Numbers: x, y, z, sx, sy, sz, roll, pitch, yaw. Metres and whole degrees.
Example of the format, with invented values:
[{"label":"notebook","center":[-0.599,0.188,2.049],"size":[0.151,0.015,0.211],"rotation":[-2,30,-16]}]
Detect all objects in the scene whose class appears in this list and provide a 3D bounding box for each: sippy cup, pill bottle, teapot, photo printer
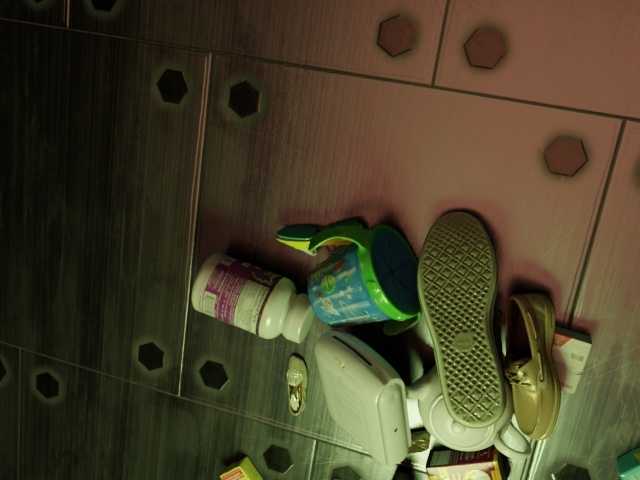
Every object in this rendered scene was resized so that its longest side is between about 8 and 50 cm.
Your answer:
[{"label":"sippy cup","center":[0.098,0.106,1.618],"size":[0.224,0.240,0.305],"rotation":[-24,86,32]},{"label":"pill bottle","center":[-0.168,0.156,1.733],"size":[0.302,0.169,0.169],"rotation":[20,109,12]},{"label":"teapot","center":[0.353,0.419,1.623],"size":[0.256,0.187,0.252],"rotation":[-17,98,20]},{"label":"photo printer","center":[0.102,0.372,1.628],"size":[0.256,0.107,0.307],"rotation":[33,145,44]}]

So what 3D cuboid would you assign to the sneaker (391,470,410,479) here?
[{"label":"sneaker","center":[0.254,0.774,1.793],"size":[0.146,0.122,0.330],"rotation":[-2,102,0]}]

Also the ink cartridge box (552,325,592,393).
[{"label":"ink cartridge box","center":[0.577,0.282,1.586],"size":[0.099,0.056,0.135],"rotation":[17,108,14]}]

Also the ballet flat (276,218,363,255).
[{"label":"ballet flat","center":[0.000,0.000,1.696],"size":[0.231,0.077,0.077],"rotation":[-7,118,17]}]

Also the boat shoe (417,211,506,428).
[{"label":"boat shoe","center":[0.330,0.179,1.540],"size":[0.187,0.156,0.500],"rotation":[-8,72,10]}]

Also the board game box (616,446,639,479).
[{"label":"board game box","center":[0.912,0.542,1.532],"size":[0.336,0.079,0.253],"rotation":[-39,89,22]}]

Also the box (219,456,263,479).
[{"label":"box","center":[-0.191,0.755,1.947],"size":[0.087,0.058,0.232],"rotation":[-32,92,23]}]

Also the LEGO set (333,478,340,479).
[{"label":"LEGO set","center":[0.064,0.797,1.858],"size":[0.087,0.093,0.227],"rotation":[3,104,17]}]

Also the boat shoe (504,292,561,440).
[{"label":"boat shoe","center":[0.474,0.293,1.546],"size":[0.122,0.110,0.341],"rotation":[-10,79,60]}]

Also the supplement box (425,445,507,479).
[{"label":"supplement box","center":[0.377,0.602,1.716],"size":[0.188,0.081,0.104],"rotation":[-13,99,20]}]

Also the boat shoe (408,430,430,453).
[{"label":"boat shoe","center":[0.222,0.541,1.776],"size":[0.153,0.048,0.056],"rotation":[-22,108,28]}]

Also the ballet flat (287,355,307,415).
[{"label":"ballet flat","center":[-0.065,0.401,1.823],"size":[0.057,0.052,0.168],"rotation":[-1,103,18]}]
